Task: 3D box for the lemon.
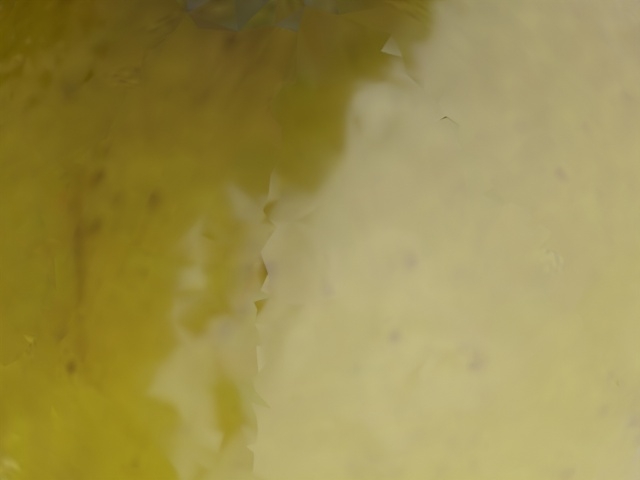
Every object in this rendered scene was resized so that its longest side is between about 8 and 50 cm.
[{"bbox_3d":[0.001,0.000,0.566,0.297,0.297,0.297,-47,147,-46],"label":"lemon"}]
